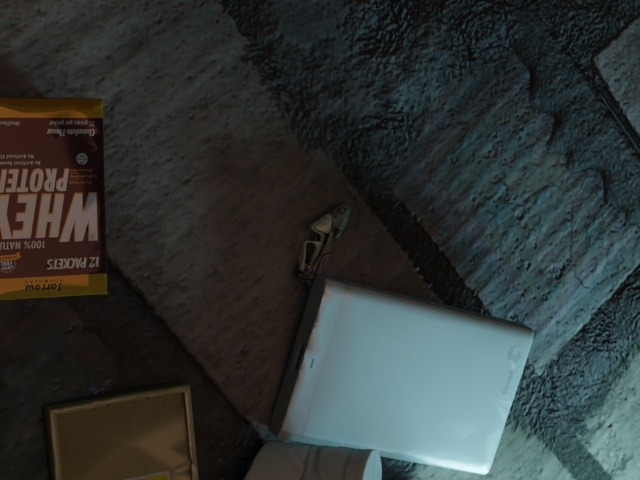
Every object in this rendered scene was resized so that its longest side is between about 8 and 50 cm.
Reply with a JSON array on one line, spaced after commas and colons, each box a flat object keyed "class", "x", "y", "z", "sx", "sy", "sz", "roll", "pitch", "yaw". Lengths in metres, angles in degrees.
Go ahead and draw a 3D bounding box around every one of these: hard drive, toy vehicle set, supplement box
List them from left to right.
[{"class": "supplement box", "x": -0.307, "y": -0.045, "z": 1.260, "sx": 0.129, "sy": 0.191, "sz": 0.194, "roll": -2, "pitch": 94, "yaw": -26}, {"class": "toy vehicle set", "x": -0.220, "y": 0.305, "z": 1.404, "sx": 0.166, "sy": 0.035, "sz": 0.266, "roll": -6, "pitch": 95, "yaw": -26}, {"class": "hard drive", "x": 0.106, "y": 0.173, "z": 1.538, "sx": 0.308, "sy": 0.040, "sz": 0.203, "roll": 15, "pitch": 96, "yaw": -25}]

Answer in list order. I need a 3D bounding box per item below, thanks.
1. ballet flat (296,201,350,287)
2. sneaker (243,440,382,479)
[{"class": "ballet flat", "x": 0.000, "y": 0.000, "z": 1.494, "sx": 0.041, "sy": 0.041, "sz": 0.114, "roll": 26, "pitch": 82, "yaw": -24}, {"class": "sneaker", "x": -0.036, "y": 0.378, "z": 1.426, "sx": 0.108, "sy": 0.169, "sz": 0.292, "roll": 53, "pitch": 46, "yaw": -62}]
